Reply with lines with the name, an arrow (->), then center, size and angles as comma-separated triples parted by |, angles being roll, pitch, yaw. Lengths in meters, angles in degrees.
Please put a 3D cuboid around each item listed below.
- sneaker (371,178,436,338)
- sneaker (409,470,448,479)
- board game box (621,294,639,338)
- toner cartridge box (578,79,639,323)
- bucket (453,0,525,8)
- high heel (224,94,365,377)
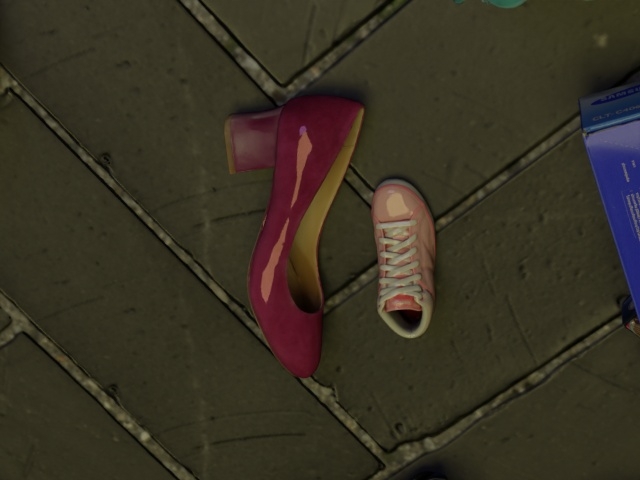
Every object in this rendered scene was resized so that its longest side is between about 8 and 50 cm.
sneaker -> 0.070, 0.020, 1.076 | 0.051, 0.070, 0.134 | -5, 114, 14
sneaker -> 0.058, 0.301, 1.194 | 0.316, 0.127, 0.182 | 1, 112, 1
board game box -> 0.396, 0.078, 1.066 | 0.243, 0.042, 0.165 | 37, 115, -9
toner cartridge box -> 0.325, 0.035, 0.990 | 0.165, 0.075, 0.348 | -15, 112, 15
bucket -> 0.189, -0.274, 0.813 | 0.281, 0.281, 0.183 | -12, 110, 14
high heel -> 0.000, 0.000, 1.073 | 0.117, 0.082, 0.244 | -4, 102, 22
